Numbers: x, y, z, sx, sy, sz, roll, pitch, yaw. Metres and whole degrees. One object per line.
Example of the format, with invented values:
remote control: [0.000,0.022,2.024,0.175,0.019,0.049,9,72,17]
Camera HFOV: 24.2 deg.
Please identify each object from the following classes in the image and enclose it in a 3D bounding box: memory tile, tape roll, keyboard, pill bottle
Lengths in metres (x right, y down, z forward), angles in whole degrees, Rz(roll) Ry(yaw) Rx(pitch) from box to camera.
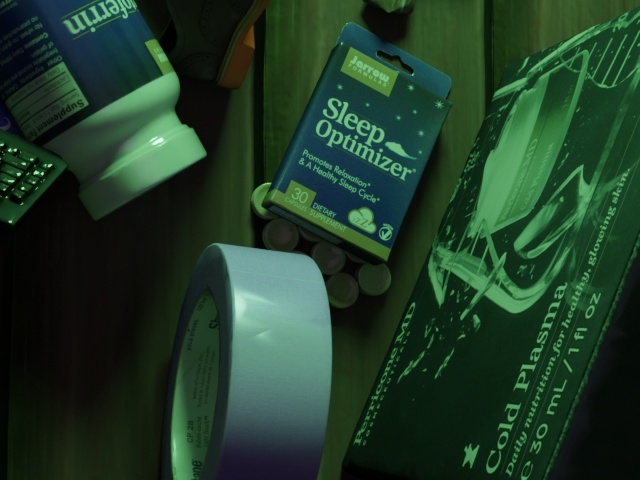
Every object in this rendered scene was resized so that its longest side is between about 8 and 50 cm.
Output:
memory tile: [0.000,0.000,1.516,0.113,0.012,0.148,-21,92,-18]
tape roll: [-0.072,0.143,1.345,0.090,0.275,0.275,9,83,-15]
keyboard: [-0.398,-0.076,1.281,0.317,0.033,0.201,22,44,7]
pill bottle: [-0.225,-0.161,1.389,0.153,0.153,0.265,-32,96,-17]

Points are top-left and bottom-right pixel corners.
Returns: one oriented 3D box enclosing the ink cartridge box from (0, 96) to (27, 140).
ink cartridge box: [-0.369,-0.154,1.400,0.097,0.046,0.207,-32,95,-16]

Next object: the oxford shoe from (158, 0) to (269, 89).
oxford shoe: [-0.098,-0.249,1.388,0.098,0.271,0.097,6,46,-12]

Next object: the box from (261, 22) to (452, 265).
box: [0.046,-0.104,1.517,0.136,0.036,0.225,27,72,-13]

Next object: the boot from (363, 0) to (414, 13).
boot: [0.105,-0.281,1.557,0.106,0.037,0.114,15,78,-2]

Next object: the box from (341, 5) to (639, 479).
box: [0.296,0.062,1.360,0.297,0.472,0.480,26,79,-12]
